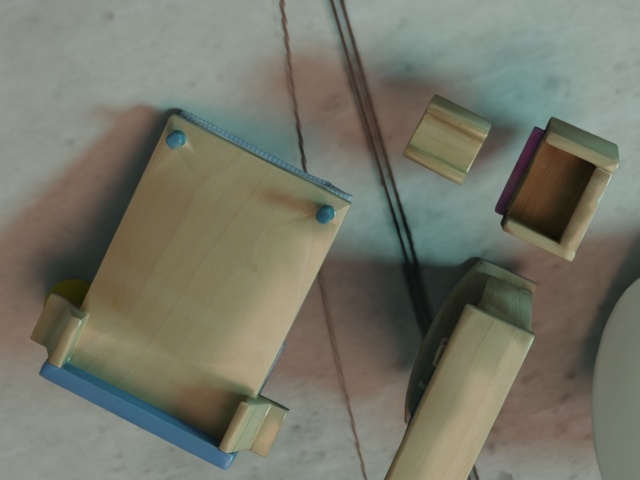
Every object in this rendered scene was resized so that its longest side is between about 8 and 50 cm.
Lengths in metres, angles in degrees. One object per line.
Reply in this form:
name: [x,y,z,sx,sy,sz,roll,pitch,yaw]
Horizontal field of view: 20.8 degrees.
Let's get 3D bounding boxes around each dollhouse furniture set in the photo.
dollhouse furniture set: [0.000,0.000,1.172,0.303,0.198,0.286,25,100,2]

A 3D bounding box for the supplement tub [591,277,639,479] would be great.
supplement tub: [0.383,0.125,1.282,0.316,0.228,0.228,3,129,-19]
